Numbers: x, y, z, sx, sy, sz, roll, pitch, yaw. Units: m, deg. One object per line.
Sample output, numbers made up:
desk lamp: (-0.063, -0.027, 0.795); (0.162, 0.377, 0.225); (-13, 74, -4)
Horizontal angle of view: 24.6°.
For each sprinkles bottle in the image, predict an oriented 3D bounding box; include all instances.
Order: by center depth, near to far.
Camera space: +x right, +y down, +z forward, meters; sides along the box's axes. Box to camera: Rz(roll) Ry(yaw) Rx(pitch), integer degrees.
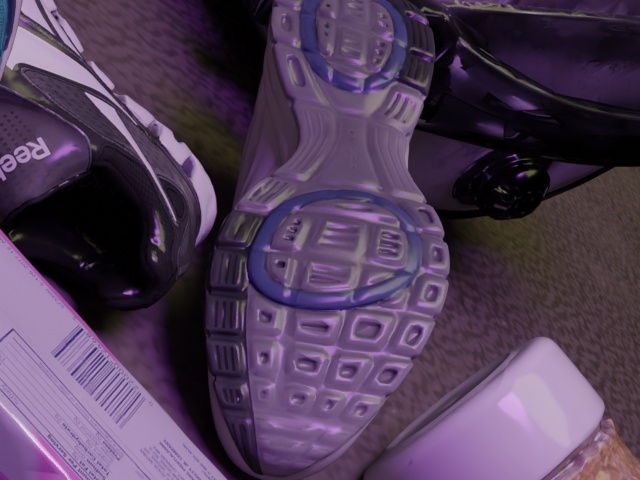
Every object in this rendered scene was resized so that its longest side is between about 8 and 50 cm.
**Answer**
sprinkles bottle: (0.173, 0.218, 0.716); (0.355, 0.121, 0.121); (52, 20, 4)

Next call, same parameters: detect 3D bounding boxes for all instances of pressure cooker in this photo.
pressure cooker: (0.123, -0.217, 1.031); (0.375, 0.370, 0.420); (65, -1, -59)

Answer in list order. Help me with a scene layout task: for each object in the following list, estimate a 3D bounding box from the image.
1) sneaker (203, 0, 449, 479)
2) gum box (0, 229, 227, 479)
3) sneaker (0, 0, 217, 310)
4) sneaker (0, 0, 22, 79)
sneaker: (0.000, 0.000, 0.742); (0.111, 0.129, 0.297); (16, 49, -5)
gum box: (-0.098, 0.077, 0.406); (0.188, 0.107, 0.062); (49, 20, -5)
sneaker: (-0.134, -0.056, 0.611); (0.234, 0.078, 0.106); (45, 18, -21)
sneaker: (-0.220, -0.106, 0.472); (0.275, 0.107, 0.110); (18, 71, -35)
